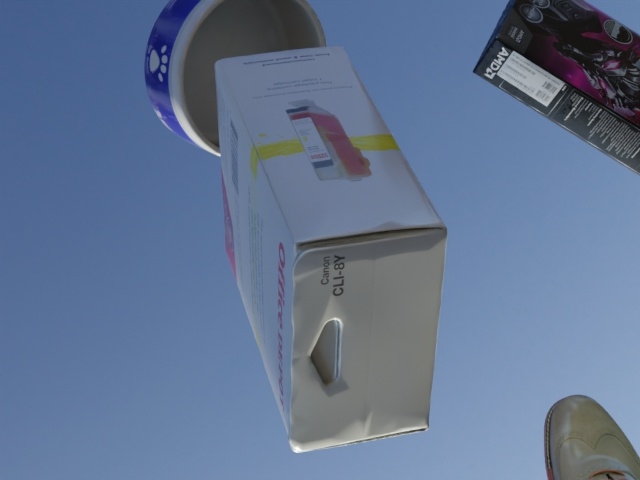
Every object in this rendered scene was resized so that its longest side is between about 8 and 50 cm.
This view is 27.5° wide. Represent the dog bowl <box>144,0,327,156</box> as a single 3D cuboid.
[{"bbox_3d":[-0.123,-0.255,1.924,0.265,0.104,0.265,-15,-65,-35],"label":"dog bowl"}]

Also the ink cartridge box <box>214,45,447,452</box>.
[{"bbox_3d":[0.000,0.000,1.436,0.160,0.385,0.279,-8,-53,-12],"label":"ink cartridge box"}]

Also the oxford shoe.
[{"bbox_3d":[0.397,0.350,1.707,0.140,0.397,0.146,-13,-39,-6],"label":"oxford shoe"}]

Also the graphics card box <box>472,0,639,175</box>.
[{"bbox_3d":[0.452,-0.269,2.143,0.233,0.371,0.094,-59,0,-43],"label":"graphics card box"}]
